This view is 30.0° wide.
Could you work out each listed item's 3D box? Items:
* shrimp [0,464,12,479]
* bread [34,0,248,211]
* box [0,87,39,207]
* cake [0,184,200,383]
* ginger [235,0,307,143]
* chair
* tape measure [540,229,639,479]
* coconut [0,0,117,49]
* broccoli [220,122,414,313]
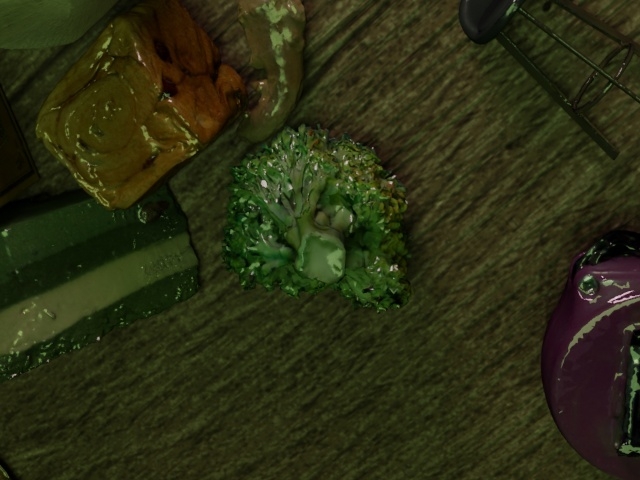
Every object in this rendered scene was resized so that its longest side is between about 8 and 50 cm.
[{"bbox_3d":[-0.466,0.327,1.399,0.262,0.051,0.198,-24,96,13],"label":"shrimp"},{"bbox_3d":[-0.167,-0.127,1.136,0.149,0.143,0.158,45,119,-2],"label":"bread"},{"bbox_3d":[-0.395,-0.159,1.146,0.084,0.193,0.301,-17,105,14],"label":"box"},{"bbox_3d":[-0.279,0.047,1.212,0.283,0.172,0.158,-12,108,10],"label":"cake"},{"bbox_3d":[-0.048,-0.175,1.165,0.069,0.051,0.173,7,107,10],"label":"ginger"},{"bbox_3d":[0.231,-0.175,1.098,0.221,0.095,0.104,37,98,-4],"label":"chair"},{"bbox_3d":[0.330,0.111,1.146,0.231,0.149,0.245,1,108,7],"label":"tape measure"},{"bbox_3d":[-0.267,-0.288,1.041,0.266,0.237,0.237,34,117,42],"label":"coconut"},{"bbox_3d":[0.000,0.000,1.140,0.219,0.194,0.194,37,109,-10],"label":"broccoli"}]
